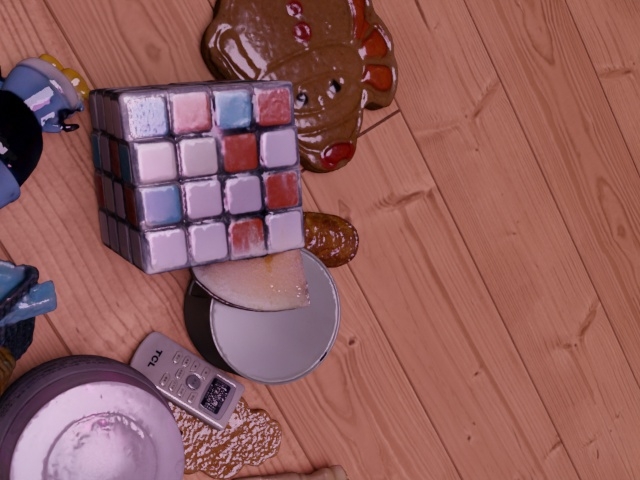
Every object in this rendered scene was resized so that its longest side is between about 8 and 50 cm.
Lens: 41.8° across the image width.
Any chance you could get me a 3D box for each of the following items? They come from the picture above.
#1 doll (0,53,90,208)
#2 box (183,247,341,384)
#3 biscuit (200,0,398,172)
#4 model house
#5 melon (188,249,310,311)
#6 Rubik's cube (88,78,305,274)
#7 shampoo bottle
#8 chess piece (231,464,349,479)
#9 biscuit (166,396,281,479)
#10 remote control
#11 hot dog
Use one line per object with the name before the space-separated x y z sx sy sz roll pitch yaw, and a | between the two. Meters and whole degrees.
doll | -0.470 -0.144 1.203 0.177 0.141 0.314 34 59 9
box | -0.100 0.116 1.383 0.226 0.149 0.226 0 89 -27
biscuit | -0.022 -0.309 1.482 0.358 0.074 0.381 -22 96 -24
model house | -0.471 0.154 1.120 0.241 0.261 0.226 -16 67 -28
melon | -0.106 0.067 1.270 0.182 0.054 0.098 -10 88 -26
Rubik's cube | -0.191 -0.109 1.261 0.256 0.259 0.254 -9 103 -25
shampoo bottle | -0.336 0.302 1.193 0.272 0.266 0.273 0 89 -26
chess piece | -0.056 0.441 1.450 0.200 0.090 0.090 -1 90 -17
biscuit | -0.177 0.327 1.404 0.236 0.040 0.144 8 90 -27
remote control | -0.219 0.227 1.365 0.190 0.029 0.088 35 59 -12
hot dog | 0.001 -0.002 1.486 0.147 0.065 0.099 3 87 -39
